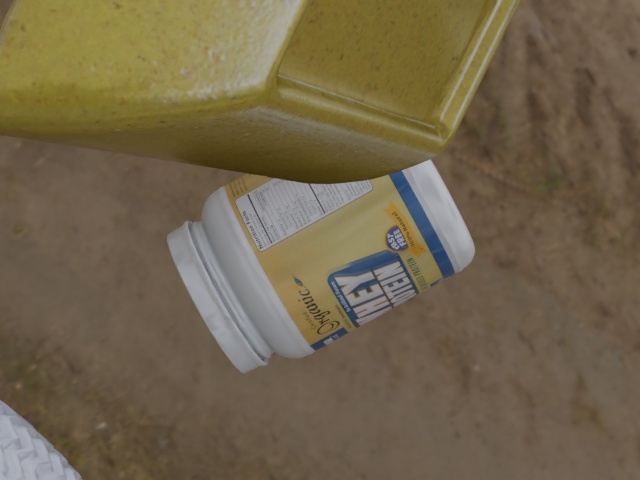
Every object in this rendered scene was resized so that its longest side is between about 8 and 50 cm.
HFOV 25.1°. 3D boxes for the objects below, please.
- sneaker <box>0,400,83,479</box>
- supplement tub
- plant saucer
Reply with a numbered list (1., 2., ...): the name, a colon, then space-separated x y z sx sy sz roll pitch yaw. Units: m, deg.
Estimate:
1. sneaker: -0.072 0.169 0.330 0.268 0.101 0.153 54 44 -13
2. supplement tub: 0.000 0.000 1.087 0.144 0.199 0.144 60 2 -4
3. plant saucer: 0.039 -0.166 0.610 0.081 0.333 0.333 28 9 20
